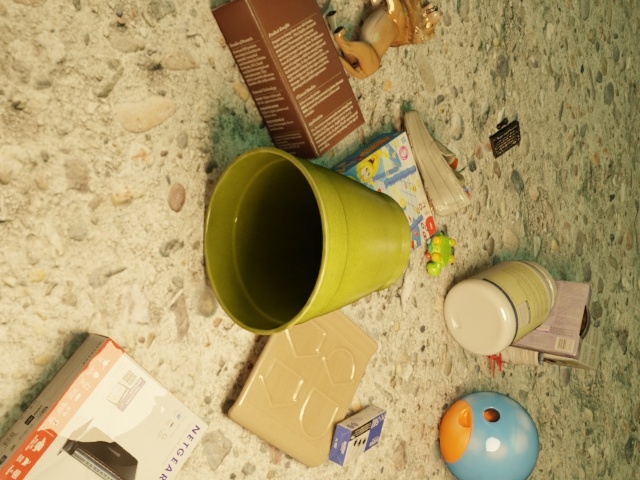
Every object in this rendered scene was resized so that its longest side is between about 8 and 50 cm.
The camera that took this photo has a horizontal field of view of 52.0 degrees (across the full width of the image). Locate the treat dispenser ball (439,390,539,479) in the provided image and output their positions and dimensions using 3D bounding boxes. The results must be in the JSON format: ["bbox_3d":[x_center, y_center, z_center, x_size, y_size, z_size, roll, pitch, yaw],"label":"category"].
[{"bbox_3d":[0.494,0.589,1.929,0.288,0.288,0.288,-1,92,-43],"label":"treat dispenser ball"}]

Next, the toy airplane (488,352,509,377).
[{"bbox_3d":[0.580,0.387,2.183,0.151,0.028,0.151,19,63,-43],"label":"toy airplane"}]

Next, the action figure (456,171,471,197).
[{"bbox_3d":[0.429,-0.174,2.031,0.038,0.030,0.115,-48,117,-38],"label":"action figure"}]

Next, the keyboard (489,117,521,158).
[{"bbox_3d":[0.626,-0.355,2.218,0.180,0.023,0.108,-34,113,-39],"label":"keyboard"}]

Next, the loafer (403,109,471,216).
[{"bbox_3d":[0.315,-0.220,1.806,0.112,0.111,0.319,57,13,-77],"label":"loafer"}]

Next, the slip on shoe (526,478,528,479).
[{"bbox_3d":[0.600,0.705,2.169,0.101,0.123,0.331,-31,121,-4],"label":"slip on shoe"}]

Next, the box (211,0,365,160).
[{"bbox_3d":[-0.065,-0.388,1.488,0.191,0.143,0.381,-41,119,-34],"label":"box"}]

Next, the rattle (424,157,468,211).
[{"bbox_3d":[0.366,-0.158,1.947,0.199,0.130,0.143,-43,134,-64],"label":"rattle"}]

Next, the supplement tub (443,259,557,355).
[{"bbox_3d":[0.560,0.194,2.020,0.325,0.235,0.235,-18,103,-41],"label":"supplement tub"}]

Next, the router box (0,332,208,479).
[{"bbox_3d":[-0.412,0.394,1.211,0.301,0.082,0.335,52,58,-31],"label":"router box"}]

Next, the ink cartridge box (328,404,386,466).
[{"bbox_3d":[0.097,0.491,1.665,0.207,0.046,0.097,-2,108,-61],"label":"ink cartridge box"}]

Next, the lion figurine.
[{"bbox_3d":[0.147,-0.533,1.707,0.392,0.142,0.240,-47,130,-16],"label":"lion figurine"}]

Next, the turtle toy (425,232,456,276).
[{"bbox_3d":[0.345,0.041,1.929,0.095,0.066,0.130,8,86,-43],"label":"turtle toy"}]

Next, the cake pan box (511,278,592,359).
[{"bbox_3d":[0.750,0.250,2.178,0.070,0.266,0.246,37,64,-52],"label":"cake pan box"}]

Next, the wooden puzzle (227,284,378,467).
[{"bbox_3d":[-0.040,0.324,1.572,0.322,0.080,0.348,44,67,-34],"label":"wooden puzzle"}]

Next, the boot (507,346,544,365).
[{"bbox_3d":[0.732,0.305,2.261,0.095,0.123,0.258,20,77,-42],"label":"boot"}]

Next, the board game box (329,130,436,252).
[{"bbox_3d":[0.152,-0.087,1.732,0.302,0.086,0.308,-38,116,-37],"label":"board game box"}]

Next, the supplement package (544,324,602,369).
[{"bbox_3d":[0.855,0.359,2.330,0.203,0.194,0.149,24,74,-40],"label":"supplement package"}]

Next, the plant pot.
[{"bbox_3d":[0.000,0.000,1.409,0.353,0.366,0.367,0,91,-46],"label":"plant pot"}]
